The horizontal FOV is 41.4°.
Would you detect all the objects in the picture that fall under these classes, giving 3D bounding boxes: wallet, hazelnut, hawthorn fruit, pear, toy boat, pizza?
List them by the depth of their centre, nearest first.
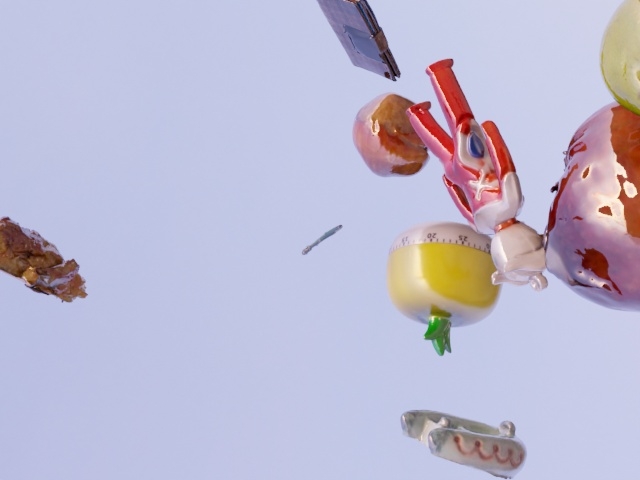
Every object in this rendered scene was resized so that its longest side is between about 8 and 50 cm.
[{"bbox_3d":[0.425,-0.220,0.974,0.216,0.180,0.166,-26,-57,-44],"label":"pear"},{"bbox_3d":[0.473,-0.038,1.176,0.324,0.308,0.308,34,-137,3],"label":"hawthorn fruit"},{"bbox_3d":[0.222,0.290,1.255,0.207,0.134,0.079,22,-94,-26],"label":"toy boat"},{"bbox_3d":[-0.451,0.023,1.289,0.228,0.289,0.081,29,-102,-2],"label":"pizza"},{"bbox_3d":[0.067,-0.384,1.562,0.042,0.124,0.230,-50,-35,-10],"label":"wallet"},{"bbox_3d":[0.143,-0.213,1.732,0.182,0.182,0.182,23,-128,-33],"label":"hazelnut"}]

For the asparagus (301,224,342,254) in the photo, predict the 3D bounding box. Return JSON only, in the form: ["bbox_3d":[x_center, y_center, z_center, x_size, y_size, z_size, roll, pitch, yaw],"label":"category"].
[{"bbox_3d":[0.000,0.000,1.584,0.016,0.166,0.013,38,-121,-11],"label":"asparagus"}]

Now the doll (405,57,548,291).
[{"bbox_3d":[0.253,-0.091,1.329,0.099,0.188,0.384,-18,-106,-17],"label":"doll"}]

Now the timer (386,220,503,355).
[{"bbox_3d":[0.267,0.118,1.854,0.285,0.285,0.285,23,-128,-33],"label":"timer"}]
